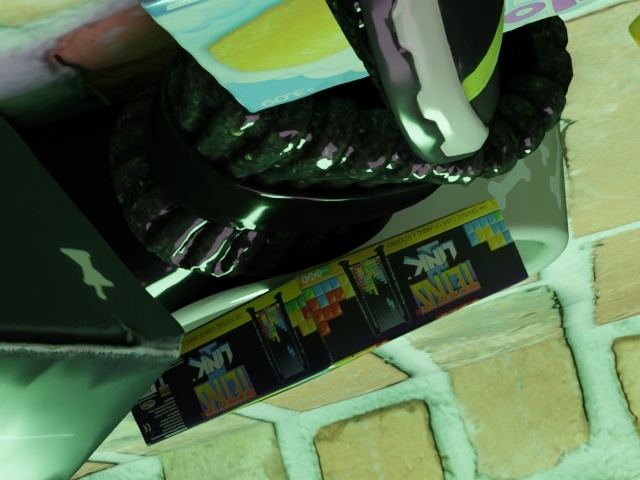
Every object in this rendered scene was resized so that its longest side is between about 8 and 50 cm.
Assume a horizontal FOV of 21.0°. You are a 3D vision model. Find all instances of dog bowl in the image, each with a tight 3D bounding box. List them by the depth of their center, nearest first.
[{"bbox_3d":[0.000,0.000,1.113,0.349,0.102,0.349,-15,169,-3],"label":"dog bowl"}]

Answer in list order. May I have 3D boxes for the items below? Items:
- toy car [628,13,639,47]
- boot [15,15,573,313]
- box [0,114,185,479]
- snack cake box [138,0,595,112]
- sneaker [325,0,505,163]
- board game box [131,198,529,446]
[{"bbox_3d":[0.162,-0.083,0.617,0.122,0.060,0.040,-31,131,34],"label":"toy car"},{"bbox_3d":[-0.079,-0.027,0.788,0.348,0.131,0.260,-23,178,-17],"label":"boot"},{"bbox_3d":[-0.293,0.094,0.534,0.395,0.212,0.293,-47,158,15],"label":"box"},{"bbox_3d":[0.071,-0.137,0.587,0.264,0.089,0.152,-17,168,8],"label":"snack cake box"},{"bbox_3d":[0.038,-0.118,0.439,0.097,0.084,0.234,-20,135,-5],"label":"sneaker"},{"bbox_3d":[-0.002,0.043,0.874,0.141,0.048,0.170,-20,175,-40],"label":"board game box"}]
